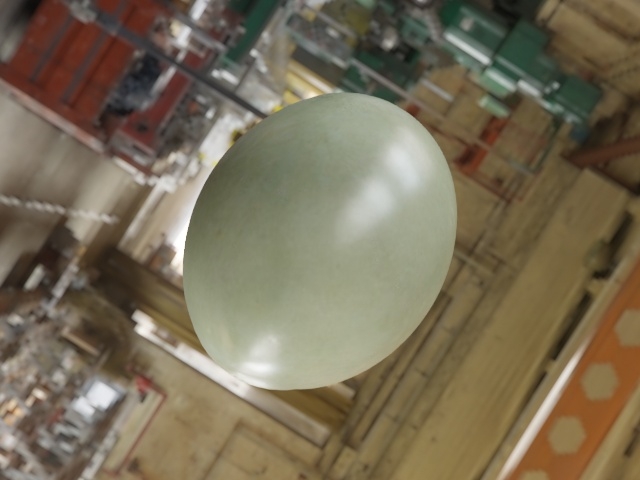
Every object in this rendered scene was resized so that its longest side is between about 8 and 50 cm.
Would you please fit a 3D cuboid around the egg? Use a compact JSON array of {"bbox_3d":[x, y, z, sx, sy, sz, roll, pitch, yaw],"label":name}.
[{"bbox_3d":[0.000,0.000,0.985,0.253,0.187,0.186,-56,-179,-40],"label":"egg"}]
